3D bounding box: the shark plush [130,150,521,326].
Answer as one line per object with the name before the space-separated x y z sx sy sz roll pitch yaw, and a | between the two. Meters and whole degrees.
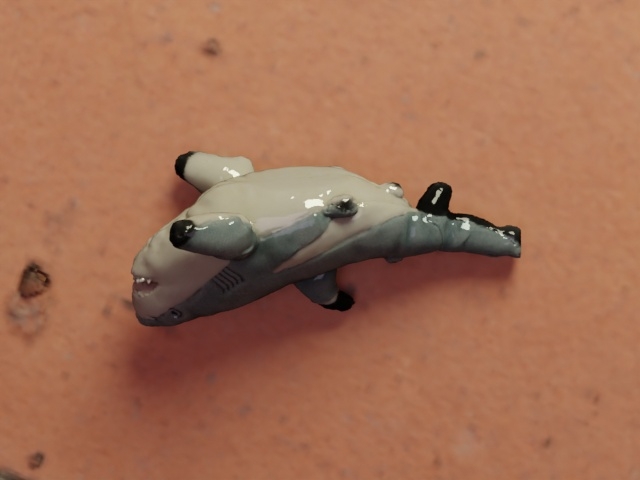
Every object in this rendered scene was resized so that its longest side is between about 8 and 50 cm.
shark plush | 0.000 0.000 0.724 0.161 0.073 0.067 -9 118 -12
